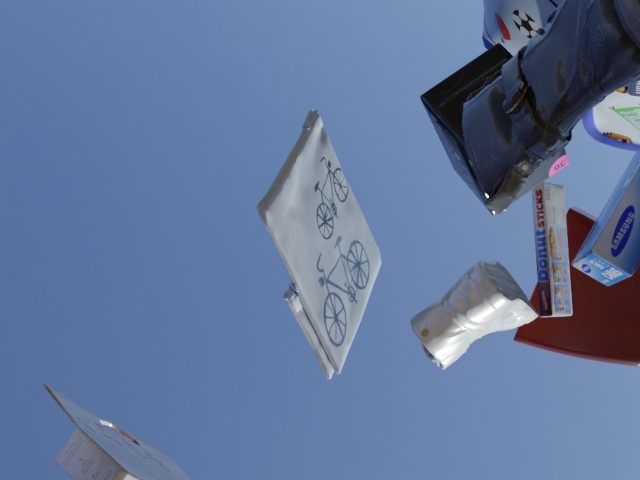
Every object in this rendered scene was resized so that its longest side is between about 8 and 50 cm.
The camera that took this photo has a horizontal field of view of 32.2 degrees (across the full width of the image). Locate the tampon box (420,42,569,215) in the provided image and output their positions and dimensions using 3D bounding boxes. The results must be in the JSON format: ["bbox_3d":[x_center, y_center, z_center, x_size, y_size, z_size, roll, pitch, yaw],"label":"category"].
[{"bbox_3d":[0.217,-0.134,1.359,0.101,0.120,0.161,56,-179,38],"label":"tampon box"}]

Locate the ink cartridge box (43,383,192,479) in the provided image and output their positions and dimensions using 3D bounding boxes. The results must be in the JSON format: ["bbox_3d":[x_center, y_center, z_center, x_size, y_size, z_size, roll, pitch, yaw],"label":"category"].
[{"bbox_3d":[-0.274,0.352,1.649,0.261,0.066,0.296,29,171,45],"label":"ink cartridge box"}]

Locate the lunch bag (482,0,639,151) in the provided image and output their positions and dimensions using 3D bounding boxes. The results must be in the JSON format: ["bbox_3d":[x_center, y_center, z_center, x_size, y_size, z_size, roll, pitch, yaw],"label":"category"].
[{"bbox_3d":[0.368,-0.290,1.312,0.385,0.239,0.328,43,167,28],"label":"lunch bag"}]

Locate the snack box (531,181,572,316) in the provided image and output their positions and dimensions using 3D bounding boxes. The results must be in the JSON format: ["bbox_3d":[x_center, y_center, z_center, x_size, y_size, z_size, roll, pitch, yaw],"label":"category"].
[{"bbox_3d":[0.310,0.013,1.483,0.064,0.022,0.178,4,-98,-54],"label":"snack box"}]

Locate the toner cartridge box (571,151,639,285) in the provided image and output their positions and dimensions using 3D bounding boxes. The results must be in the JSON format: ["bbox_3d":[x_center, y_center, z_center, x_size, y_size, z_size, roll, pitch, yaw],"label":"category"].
[{"bbox_3d":[0.526,-0.100,1.752,0.075,0.348,0.165,30,174,7],"label":"toner cartridge box"}]

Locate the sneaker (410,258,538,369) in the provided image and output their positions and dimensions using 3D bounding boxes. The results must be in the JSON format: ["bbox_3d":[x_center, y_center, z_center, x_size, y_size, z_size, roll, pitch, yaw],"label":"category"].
[{"bbox_3d":[0.226,0.116,1.691,0.108,0.169,0.292,55,-165,21],"label":"sneaker"}]

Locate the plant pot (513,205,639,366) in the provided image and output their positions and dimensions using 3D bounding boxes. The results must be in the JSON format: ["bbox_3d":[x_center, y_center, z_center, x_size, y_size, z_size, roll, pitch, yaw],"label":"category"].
[{"bbox_3d":[0.540,0.102,2.130,0.235,0.267,0.267,23,-172,13],"label":"plant pot"}]

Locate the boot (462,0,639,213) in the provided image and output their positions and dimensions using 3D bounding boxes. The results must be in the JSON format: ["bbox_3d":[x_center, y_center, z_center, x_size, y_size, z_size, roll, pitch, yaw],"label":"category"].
[{"bbox_3d":[0.200,-0.174,0.951,0.091,0.229,0.263,28,-137,-21],"label":"boot"}]

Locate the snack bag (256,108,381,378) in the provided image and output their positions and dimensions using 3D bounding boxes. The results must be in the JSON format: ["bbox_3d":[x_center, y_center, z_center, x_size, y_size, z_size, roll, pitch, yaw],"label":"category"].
[{"bbox_3d":[0.000,0.000,1.834,0.343,0.037,0.323,65,-151,-28],"label":"snack bag"}]
